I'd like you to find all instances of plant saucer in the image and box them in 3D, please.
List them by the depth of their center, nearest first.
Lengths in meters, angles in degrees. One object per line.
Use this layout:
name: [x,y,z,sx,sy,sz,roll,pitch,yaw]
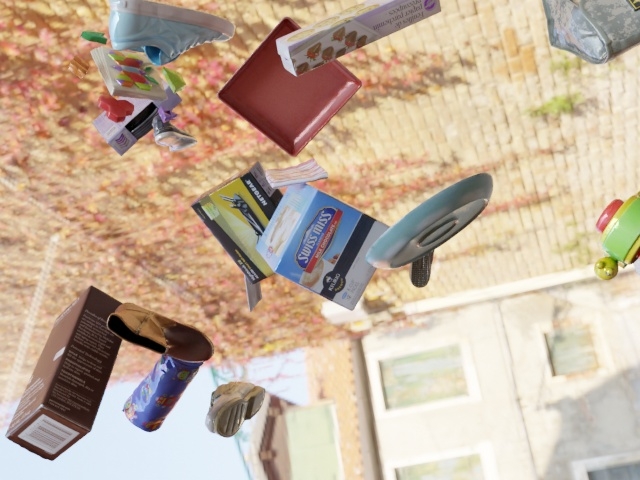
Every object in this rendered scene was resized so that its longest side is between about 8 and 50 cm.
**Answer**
plant saucer: [0.236,-0.029,1.721,0.043,0.317,0.317,57,-170,15]
plant saucer: [-0.076,-0.374,2.008,0.259,0.258,0.047,36,-163,-27]

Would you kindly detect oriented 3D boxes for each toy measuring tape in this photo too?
toy measuring tape: [0.561,-0.069,1.385,0.121,0.330,0.121,27,-162,-9]

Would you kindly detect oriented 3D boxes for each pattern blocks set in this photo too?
pattern blocks set: [-0.448,-0.392,1.946,0.285,0.026,0.325,-9,-128,-44]

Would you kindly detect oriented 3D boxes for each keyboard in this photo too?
keyboard: [-0.221,0.121,2.661,0.072,0.014,0.256,-47,-33,-38]

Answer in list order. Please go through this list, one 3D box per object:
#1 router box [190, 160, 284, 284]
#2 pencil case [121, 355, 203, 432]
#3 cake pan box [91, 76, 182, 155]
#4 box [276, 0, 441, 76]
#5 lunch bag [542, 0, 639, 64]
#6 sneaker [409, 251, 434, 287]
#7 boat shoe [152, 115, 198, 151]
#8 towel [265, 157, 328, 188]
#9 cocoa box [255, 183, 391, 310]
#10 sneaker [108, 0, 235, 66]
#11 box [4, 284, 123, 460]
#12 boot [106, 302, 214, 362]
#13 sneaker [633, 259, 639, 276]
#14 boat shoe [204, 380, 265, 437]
router box: [-0.189,-0.046,2.395,0.309,0.243,0.081,53,-146,-15]
pencil case: [-0.430,0.391,2.267,0.119,0.306,0.133,16,-147,-33]
cake pan box: [-0.543,-0.380,2.433,0.070,0.246,0.267,47,175,-32]
box: [0.074,-0.407,1.564,0.067,0.324,0.063,48,160,54]
lunch bag: [0.677,-0.519,1.874,0.287,0.235,0.169,-122,9,-59]
sneaker: [0.240,0.015,1.943,0.071,0.066,0.188,-79,-1,-68]
boat shoe: [-0.364,-0.269,2.064,0.206,0.075,0.065,7,-118,-79]
towel: [-0.065,-0.172,2.116,0.197,0.144,0.029,-124,22,-73]
cocoa box: [0.000,0.000,2.104,0.228,0.231,0.347,28,-178,-15]
sneaker: [-0.365,-0.497,2.005,0.366,0.135,0.150,-3,-68,-47]
box: [-0.604,0.315,2.011,0.143,0.191,0.381,36,-144,-22]
boot: [-0.358,0.221,1.902,0.264,0.096,0.280,35,173,-9]
sneaker: [0.759,0.093,1.666,0.104,0.147,0.295,58,-170,-43]
boat shoe: [-0.253,0.455,2.252,0.302,0.103,0.113,-4,-70,-73]
